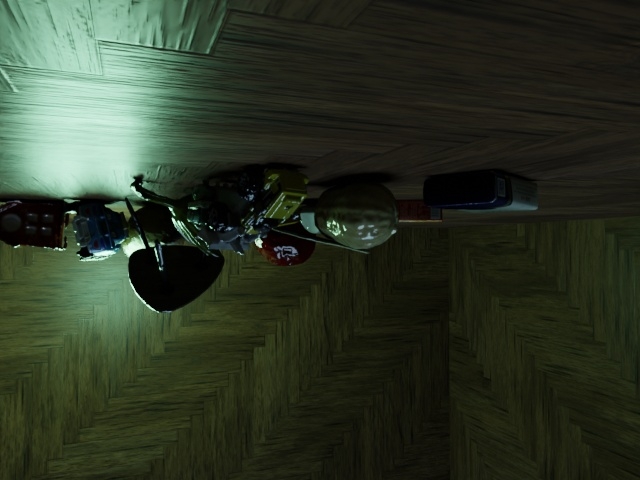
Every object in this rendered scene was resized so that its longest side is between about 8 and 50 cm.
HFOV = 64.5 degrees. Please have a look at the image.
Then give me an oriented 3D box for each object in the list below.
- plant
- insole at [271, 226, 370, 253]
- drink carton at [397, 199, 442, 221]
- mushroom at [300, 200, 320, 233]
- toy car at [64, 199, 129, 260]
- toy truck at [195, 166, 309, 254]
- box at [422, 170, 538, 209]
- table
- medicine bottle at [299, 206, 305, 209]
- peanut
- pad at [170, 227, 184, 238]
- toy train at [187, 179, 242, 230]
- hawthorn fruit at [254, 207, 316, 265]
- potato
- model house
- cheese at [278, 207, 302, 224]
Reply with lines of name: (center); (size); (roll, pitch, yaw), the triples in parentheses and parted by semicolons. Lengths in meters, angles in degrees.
plant: (-0.350, -0.108, 1.314); (0.251, 0.180, 0.333); (9, 153, 46)
insole: (0.000, 0.000, 1.232); (0.248, 0.011, 0.081); (14, -176, 12)
drink carton: (0.286, -0.096, 1.684); (0.223, 0.071, 0.096); (0, 180, 5)
mushroom: (0.030, -0.088, 1.708); (0.118, 0.103, 0.270); (10, -164, 34)
toy car: (-0.736, -0.039, 1.717); (0.166, 0.198, 0.314); (-12, 180, -11)
toy truck: (-0.139, -0.049, 1.032); (0.136, 0.111, 0.286); (4, 146, -44)
box: (0.367, -0.104, 1.144); (0.168, 0.071, 0.259); (-1, 180, 42)
table: (-0.460, 0.023, 1.549); (0.317, 0.249, 0.317); (4, -142, -3)
medicine bottle: (-0.072, -0.094, 1.996); (0.095, 0.064, 0.260); (2, 180, -7)
peanut: (0.077, -0.065, 1.204); (0.174, 0.158, 0.340); (-19, -167, -21)
pad: (-0.348, -0.067, 1.760); (0.299, 0.005, 0.202); (0, 142, -42)
toy train: (-0.216, -0.076, 1.179); (0.194, 0.125, 0.081); (5, 174, -44)
hawthorn fruit: (-0.129, -0.039, 1.742); (0.230, 0.210, 0.266); (24, 159, 15)
potato: (-0.580, -0.033, 1.811); (0.229, 0.229, 0.266); (0, 172, -27)
model house: (-0.966, -0.050, 1.656); (0.254, 0.160, 0.196); (2, 179, -20)
cheese: (-0.145, -0.076, 1.293); (0.171, 0.093, 0.126); (-12, -178, -13)
